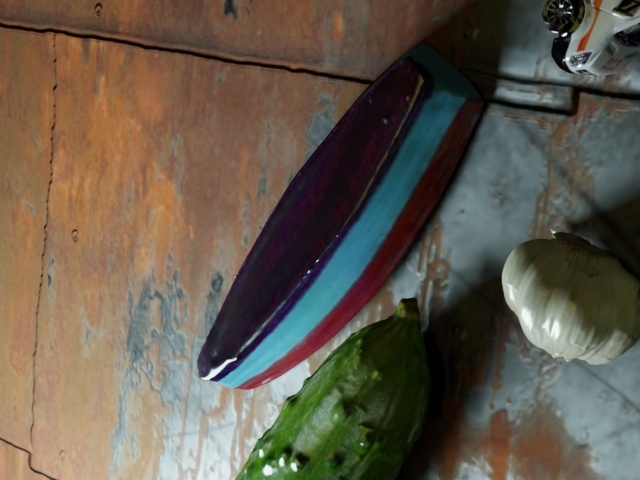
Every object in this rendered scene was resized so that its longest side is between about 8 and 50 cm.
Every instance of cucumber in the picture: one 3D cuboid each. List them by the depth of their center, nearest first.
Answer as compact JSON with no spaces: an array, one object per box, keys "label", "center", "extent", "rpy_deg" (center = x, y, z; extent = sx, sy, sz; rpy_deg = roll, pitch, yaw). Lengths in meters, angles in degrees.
[{"label":"cucumber","center":[0.026,0.155,1.018],"extent":[0.134,0.134,0.244],"rpy_deg":[40,113,31]}]

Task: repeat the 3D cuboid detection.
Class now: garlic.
[{"label":"garlic","center":[0.189,0.047,0.896],"extent":[0.113,0.074,0.094],"rpy_deg":[26,100,20]}]

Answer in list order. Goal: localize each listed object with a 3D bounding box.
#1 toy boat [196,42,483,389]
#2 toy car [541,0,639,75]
[{"label":"toy boat","center":[0.000,0.000,1.059],"extent":[0.136,0.079,0.392],"rpy_deg":[50,119,28]},{"label":"toy car","center":[0.241,-0.203,0.824],"extent":[0.108,0.089,0.209],"rpy_deg":[31,109,29]}]
